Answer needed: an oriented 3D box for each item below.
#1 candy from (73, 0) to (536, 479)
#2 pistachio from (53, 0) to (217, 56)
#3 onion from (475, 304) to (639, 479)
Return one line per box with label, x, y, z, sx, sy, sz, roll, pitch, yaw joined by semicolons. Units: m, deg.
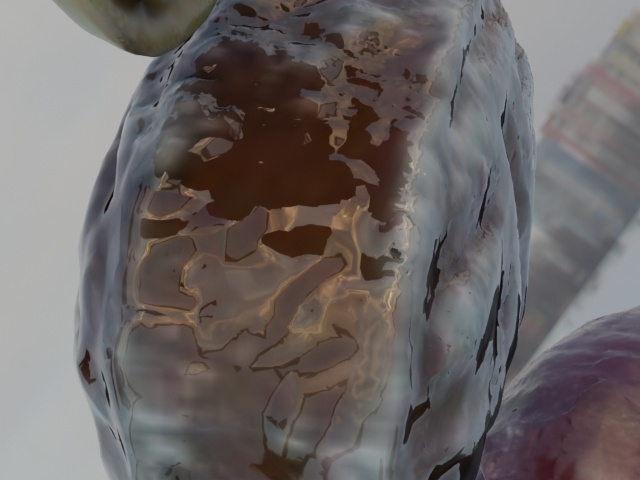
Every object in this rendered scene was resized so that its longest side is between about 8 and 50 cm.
candy;0.000;0.000;0.734;0.289;0.157;0.214;-70;-13;-59
pistachio;-0.082;-0.205;0.596;0.187;0.299;0.187;-27;-4;-2
onion;0.157;0.201;1.079;0.347;0.285;0.348;-3;-86;-54
